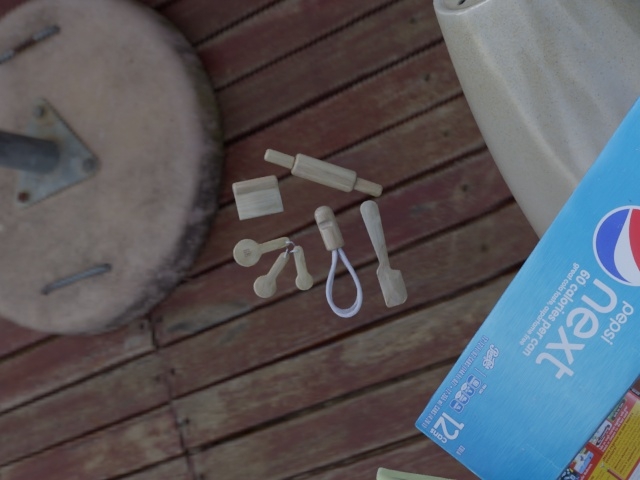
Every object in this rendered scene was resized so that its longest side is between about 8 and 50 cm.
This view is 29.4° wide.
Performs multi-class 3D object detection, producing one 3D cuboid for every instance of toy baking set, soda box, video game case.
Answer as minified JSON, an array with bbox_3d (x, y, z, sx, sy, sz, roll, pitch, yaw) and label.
[{"bbox_3d":[0.000,-0.007,1.597,0.256,0.030,0.197,13,85,-9],"label":"toy baking set"},{"bbox_3d":[0.131,0.023,0.558,0.071,0.067,0.210,38,121,14],"label":"soda box"},{"bbox_3d":[0.345,0.271,1.457,0.285,0.025,0.204,37,117,25],"label":"video game case"}]

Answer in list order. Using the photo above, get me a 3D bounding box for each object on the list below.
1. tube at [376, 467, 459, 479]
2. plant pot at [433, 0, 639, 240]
[{"bbox_3d":[0.059,0.175,0.561,0.062,0.240,0.070,-41,100,21],"label":"tube"},{"bbox_3d":[0.230,-0.145,1.057,0.256,0.274,0.256,-34,29,22],"label":"plant pot"}]
